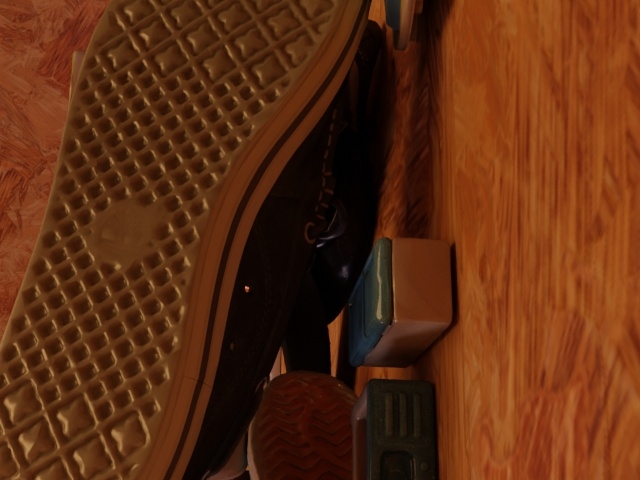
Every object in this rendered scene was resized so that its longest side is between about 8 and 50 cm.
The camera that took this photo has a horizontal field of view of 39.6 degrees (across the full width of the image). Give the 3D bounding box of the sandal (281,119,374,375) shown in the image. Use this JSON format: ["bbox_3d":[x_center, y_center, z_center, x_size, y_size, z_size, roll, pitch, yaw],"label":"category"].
[{"bbox_3d":[0.000,0.000,0.851,0.167,0.107,0.445,-103,5,-62],"label":"sandal"}]

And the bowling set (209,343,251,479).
[{"bbox_3d":[-0.130,0.213,0.776,0.199,0.154,0.287,84,-173,-47],"label":"bowling set"}]

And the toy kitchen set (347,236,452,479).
[{"bbox_3d":[-0.013,0.111,0.531,0.122,0.166,0.207,109,162,-67],"label":"toy kitchen set"}]

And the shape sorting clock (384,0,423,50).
[{"bbox_3d":[0.061,-0.235,0.609,0.206,0.040,0.206,-2,-90,-86],"label":"shape sorting clock"}]

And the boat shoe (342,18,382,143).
[{"bbox_3d":[0.027,-0.132,0.863,0.065,0.075,0.206,-43,-19,-22],"label":"boat shoe"}]

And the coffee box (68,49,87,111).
[{"bbox_3d":[-0.174,-0.048,1.249,0.337,0.335,0.338,145,128,-81],"label":"coffee box"}]

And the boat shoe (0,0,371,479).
[{"bbox_3d":[-0.079,-0.039,0.631,0.156,0.187,0.499,55,-131,-66],"label":"boat shoe"}]

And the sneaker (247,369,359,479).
[{"bbox_3d":[-0.009,0.234,0.691,0.302,0.108,0.121,-99,18,-55],"label":"sneaker"}]

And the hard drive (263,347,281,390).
[{"bbox_3d":[-0.115,0.323,1.819,0.307,0.040,0.203,111,161,-67],"label":"hard drive"}]

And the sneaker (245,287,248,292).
[{"bbox_3d":[-0.064,-0.093,0.996,0.124,0.180,0.321,116,156,-72],"label":"sneaker"}]
